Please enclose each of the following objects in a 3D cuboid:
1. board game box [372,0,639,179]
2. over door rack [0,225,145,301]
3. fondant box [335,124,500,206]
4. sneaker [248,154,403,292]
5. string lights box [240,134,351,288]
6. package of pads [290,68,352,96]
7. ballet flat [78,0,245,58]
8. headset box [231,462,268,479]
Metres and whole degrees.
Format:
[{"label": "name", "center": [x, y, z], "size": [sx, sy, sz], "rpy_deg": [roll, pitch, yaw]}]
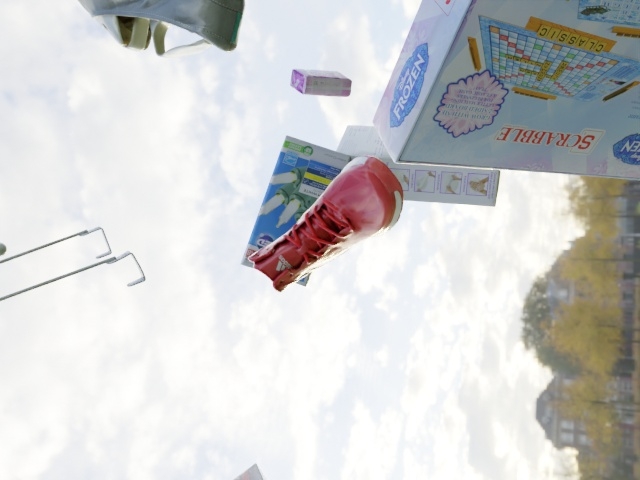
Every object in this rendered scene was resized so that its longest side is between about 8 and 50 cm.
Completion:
[{"label": "board game box", "center": [0.241, -0.194, 0.548], "size": [0.066, 0.318, 0.318], "rpy_deg": [-112, 33, -42]}, {"label": "over door rack", "center": [-0.484, 0.025, 1.119], "size": [0.324, 0.239, 0.108], "rpy_deg": [-10, -73, -28]}, {"label": "fondant box", "center": [0.203, -0.165, 1.446], "size": [0.238, 0.330, 0.096], "rpy_deg": [-69, -20, -64]}, {"label": "sneaker", "center": [0.000, 0.000, 0.741], "size": [0.128, 0.087, 0.221], "rpy_deg": [-39, -7, -30]}, {"label": "string lights box", "center": [-0.043, -0.052, 1.299], "size": [0.077, 0.133, 0.260], "rpy_deg": [63, -135, -82]}, {"label": "package of pads", "center": [0.001, -0.236, 1.021], "size": [0.083, 0.050, 0.032], "rpy_deg": [-4, -61, -30]}, {"label": "ballet flat", "center": [-0.162, -0.208, 0.639], "size": [0.072, 0.213, 0.068], "rpy_deg": [-11, -69, -56]}, {"label": "headset box", "center": [-0.047, 0.148, 0.330], "size": [0.032, 0.083, 0.062], "rpy_deg": [57, 169, -7]}]
